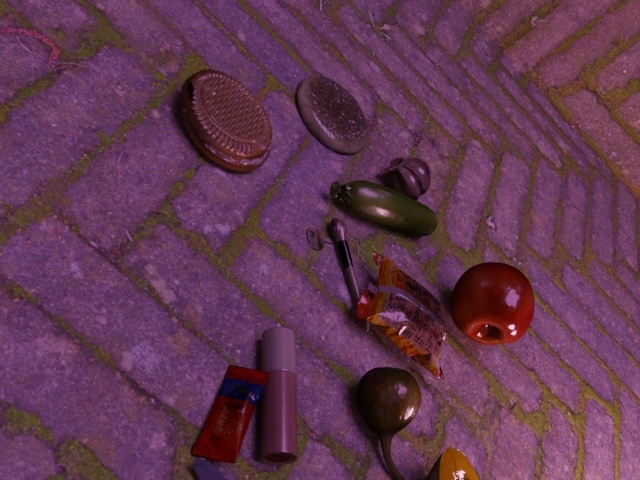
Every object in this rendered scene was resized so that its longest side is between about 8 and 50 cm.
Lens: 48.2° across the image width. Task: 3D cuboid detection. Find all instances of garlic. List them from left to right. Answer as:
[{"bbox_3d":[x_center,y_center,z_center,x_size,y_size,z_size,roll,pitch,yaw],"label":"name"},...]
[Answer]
[{"bbox_3d":[0.261,-0.143,2.024,0.131,0.127,0.194,-37,110,-55],"label":"garlic"}]

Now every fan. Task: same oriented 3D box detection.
[{"bbox_3d":[-0.006,-0.007,1.727,0.080,0.003,0.060,-20,77,-50],"label":"fan"}]

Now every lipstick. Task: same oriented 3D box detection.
[{"bbox_3d":[-0.080,0.292,1.368,0.070,0.070,0.254,24,47,-31],"label":"lipstick"}]

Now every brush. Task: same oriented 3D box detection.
[{"bbox_3d":[0.071,0.078,1.715,0.039,0.042,0.299,-7,65,-17],"label":"brush"}]

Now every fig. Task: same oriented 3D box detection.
[{"bbox_3d":[0.146,0.392,1.511,0.149,0.149,0.245,11,73,-40],"label":"fig"}]

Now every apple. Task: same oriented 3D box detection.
[{"bbox_3d":[0.455,0.167,1.891,0.218,0.218,0.201,33,50,-23],"label":"apple"}]

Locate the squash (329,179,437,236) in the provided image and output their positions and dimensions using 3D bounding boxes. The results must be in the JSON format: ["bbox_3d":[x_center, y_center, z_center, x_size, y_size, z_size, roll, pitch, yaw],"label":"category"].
[{"bbox_3d":[0.178,-0.089,1.903,0.379,0.101,0.101,18,50,-34],"label":"squash"}]

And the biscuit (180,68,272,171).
[{"bbox_3d":[-0.215,-0.279,1.663,0.259,0.079,0.259,26,46,-30],"label":"biscuit"}]

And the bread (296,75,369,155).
[{"bbox_3d":[0.040,-0.359,2.015,0.267,0.040,0.267,26,46,-30],"label":"bread"}]

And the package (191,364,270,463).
[{"bbox_3d":[-0.159,0.308,1.288,0.083,0.022,0.200,12,42,8],"label":"package"}]

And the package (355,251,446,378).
[{"bbox_3d":[0.215,0.174,1.720,0.288,0.108,0.223,43,35,-22],"label":"package"}]

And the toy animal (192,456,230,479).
[{"bbox_3d":[-0.169,0.481,1.134,0.256,0.176,0.239,11,41,3],"label":"toy animal"}]

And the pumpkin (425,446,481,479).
[{"bbox_3d":[0.265,0.559,1.499,0.217,0.110,0.217,40,33,-34],"label":"pumpkin"}]
